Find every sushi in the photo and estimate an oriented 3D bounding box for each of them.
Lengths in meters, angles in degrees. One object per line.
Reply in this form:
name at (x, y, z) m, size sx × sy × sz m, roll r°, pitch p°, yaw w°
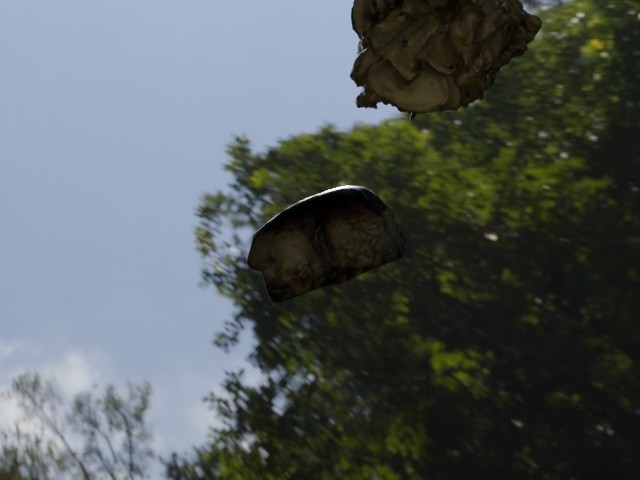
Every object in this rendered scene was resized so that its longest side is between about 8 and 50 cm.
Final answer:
sushi at (0.000, 0.000, 0.845) m, size 0.083 × 0.044 × 0.046 m, roll -21°, pitch -84°, yaw 17°

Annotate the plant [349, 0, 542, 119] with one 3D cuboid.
plant at (0.043, -0.123, 0.799) m, size 0.104 × 0.116 × 0.122 m, roll -33°, pitch -53°, yaw 2°
